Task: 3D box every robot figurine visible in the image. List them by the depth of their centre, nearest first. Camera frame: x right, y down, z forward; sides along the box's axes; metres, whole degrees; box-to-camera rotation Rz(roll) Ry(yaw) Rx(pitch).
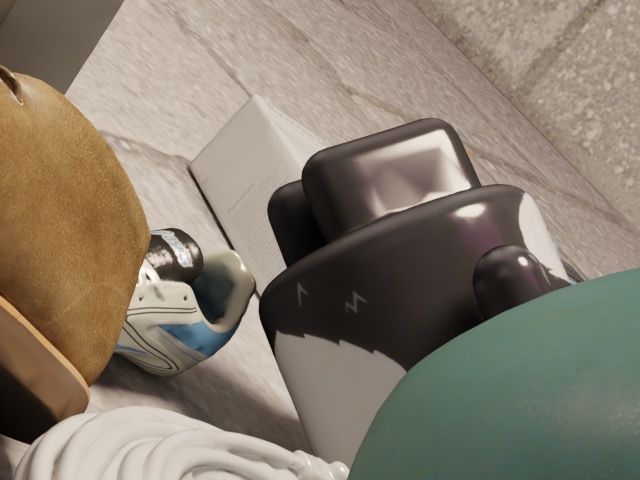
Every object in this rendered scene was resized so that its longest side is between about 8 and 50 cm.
[{"bbox_3d":[0.068,0.078,1.055,0.278,0.173,0.209,68,12,9],"label":"robot figurine"}]

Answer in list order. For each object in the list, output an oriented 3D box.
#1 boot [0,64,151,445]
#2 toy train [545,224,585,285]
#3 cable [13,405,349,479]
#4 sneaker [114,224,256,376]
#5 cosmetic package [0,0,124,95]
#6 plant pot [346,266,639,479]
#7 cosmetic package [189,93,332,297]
[{"bbox_3d":[-0.173,-0.045,0.783,0.112,0.115,0.305,10,-32,37],"label":"boot"},{"bbox_3d":[0.179,0.048,1.689,0.080,0.105,0.184,37,15,-23],"label":"toy train"},{"bbox_3d":[-0.028,0.174,0.760,0.257,0.089,0.257,31,19,-39],"label":"cable"},{"bbox_3d":[-0.118,0.021,0.993,0.085,0.086,0.237,50,17,24],"label":"sneaker"},{"bbox_3d":[-0.176,-0.114,0.881,0.127,0.238,0.107,46,37,13],"label":"cosmetic package"},{"bbox_3d":[0.137,0.134,0.591,0.235,0.293,0.293,5,-3,25],"label":"plant pot"},{"bbox_3d":[0.000,0.000,1.387,0.117,0.085,0.231,32,18,-39],"label":"cosmetic package"}]
